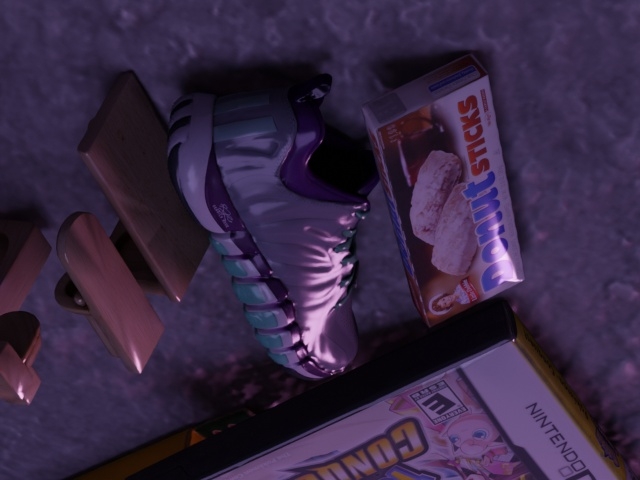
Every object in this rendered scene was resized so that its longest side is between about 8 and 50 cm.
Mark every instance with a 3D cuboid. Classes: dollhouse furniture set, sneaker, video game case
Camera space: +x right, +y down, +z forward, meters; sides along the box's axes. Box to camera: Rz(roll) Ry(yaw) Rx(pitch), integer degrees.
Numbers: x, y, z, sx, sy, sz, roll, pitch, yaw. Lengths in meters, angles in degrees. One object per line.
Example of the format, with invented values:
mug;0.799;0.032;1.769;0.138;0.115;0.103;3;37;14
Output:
dollhouse furniture set;-0.168;0.001;1.019;0.151;0.144;0.123;5;142;28
sneaker;0.000;0.000;1.023;0.098;0.083;0.224;-13;141;15
video game case;0.055;0.176;1.219;0.275;0.035;0.248;-26;131;16

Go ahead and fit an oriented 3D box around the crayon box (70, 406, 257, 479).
crayon box;-0.100;0.238;1.369;0.202;0.081;0.318;34;136;-32

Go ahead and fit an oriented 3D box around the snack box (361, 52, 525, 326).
snack box;0.068;-0.023;1.003;0.064;0.022;0.178;-27;142;-7
